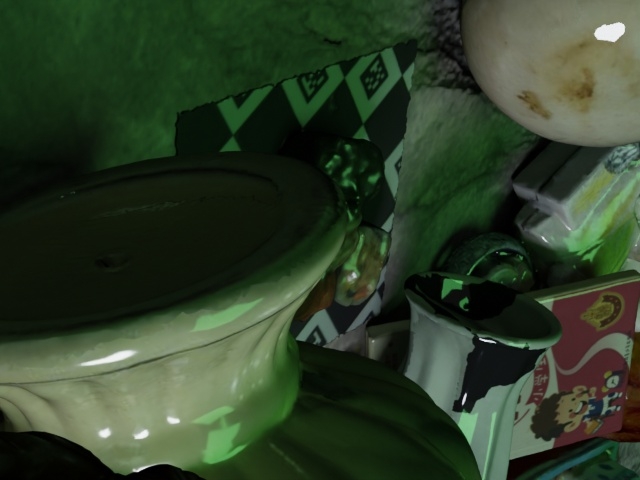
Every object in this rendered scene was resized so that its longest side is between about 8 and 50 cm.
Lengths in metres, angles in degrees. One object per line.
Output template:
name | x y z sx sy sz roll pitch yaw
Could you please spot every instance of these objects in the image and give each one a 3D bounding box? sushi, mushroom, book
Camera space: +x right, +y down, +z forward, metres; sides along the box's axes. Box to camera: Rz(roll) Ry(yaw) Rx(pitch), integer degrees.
sushi | 0.000 0.000 0.908 0.231 0.047 0.220 -24 129 -45
mushroom | 0.200 -0.180 0.976 0.207 0.207 0.215 56 31 -53
book | 0.144 0.113 1.108 0.232 0.022 0.162 -12 124 -17

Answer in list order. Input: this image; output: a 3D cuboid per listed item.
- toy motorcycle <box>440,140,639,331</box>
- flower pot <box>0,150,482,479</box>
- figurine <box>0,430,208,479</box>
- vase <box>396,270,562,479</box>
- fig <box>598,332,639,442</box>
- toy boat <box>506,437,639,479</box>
toy motorcycle | 0.238 0.004 1.185 0.340 0.108 0.223 -43 130 -18
flower pot | -0.077 0.106 0.676 0.307 0.307 0.244 -30 117 -41
figurine | -0.179 0.099 0.477 0.168 0.315 0.187 -34 136 -39
vase | 0.069 0.208 1.027 0.165 0.165 0.360 -9 121 -52
fig | 0.306 0.127 1.321 0.148 0.202 0.149 -58 -176 13
toy boat | 0.192 0.282 1.284 0.332 0.133 0.145 -18 126 -48
